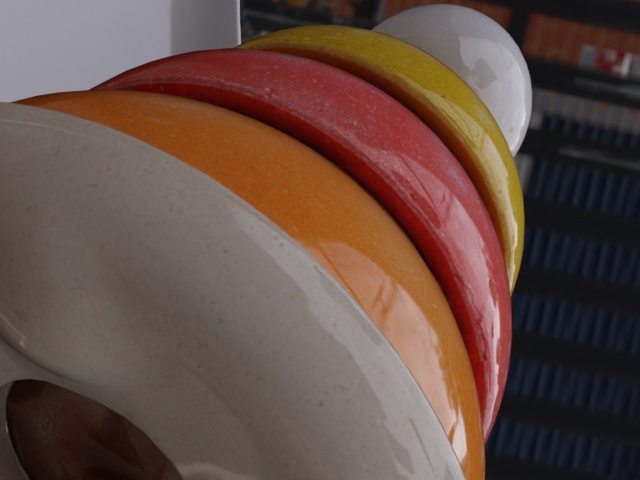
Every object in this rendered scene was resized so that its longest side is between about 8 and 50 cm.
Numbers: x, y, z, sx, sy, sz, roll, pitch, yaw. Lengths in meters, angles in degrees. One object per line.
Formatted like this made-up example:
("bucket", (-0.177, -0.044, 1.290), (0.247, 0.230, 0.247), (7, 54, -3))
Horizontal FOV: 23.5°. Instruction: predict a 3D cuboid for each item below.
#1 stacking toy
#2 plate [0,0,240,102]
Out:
("stacking toy", (0.000, 0.000, 0.798), (0.480, 0.350, 0.351), (-47, 155, -46))
("plate", (-0.175, -0.110, 0.935), (0.045, 0.277, 0.278), (-26, -118, 54))
